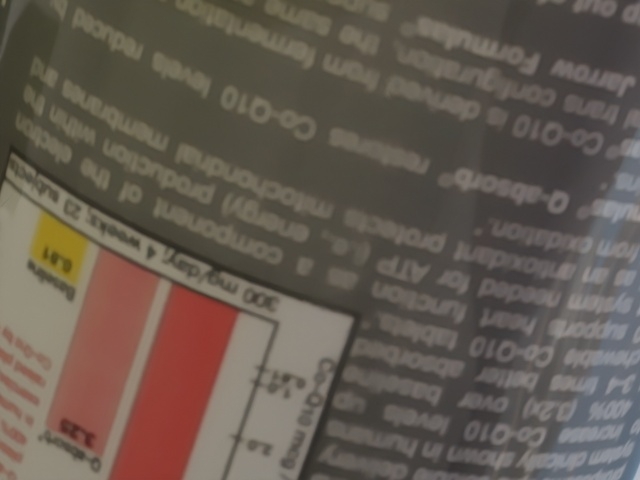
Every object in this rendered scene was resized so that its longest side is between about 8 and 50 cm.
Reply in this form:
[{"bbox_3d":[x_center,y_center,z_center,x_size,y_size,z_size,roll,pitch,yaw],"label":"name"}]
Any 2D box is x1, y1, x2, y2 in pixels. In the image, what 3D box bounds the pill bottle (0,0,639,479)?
[{"bbox_3d":[0.000,0.000,0.528,0.210,0.210,0.363,31,-69,31],"label":"pill bottle"}]
